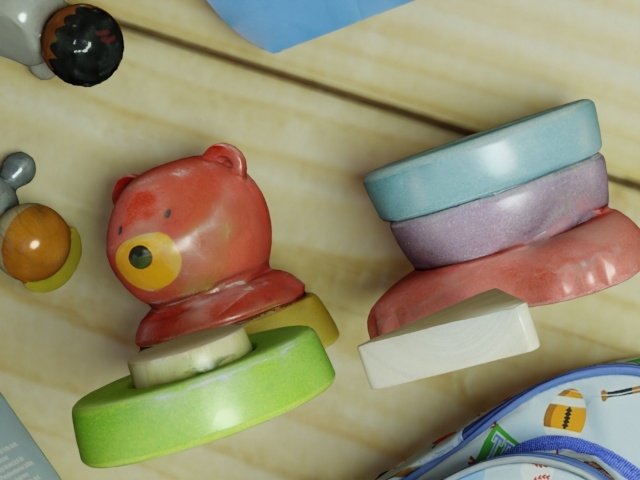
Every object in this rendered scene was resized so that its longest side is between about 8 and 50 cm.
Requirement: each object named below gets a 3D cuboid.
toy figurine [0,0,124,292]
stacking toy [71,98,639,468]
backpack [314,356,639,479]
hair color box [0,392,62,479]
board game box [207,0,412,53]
[{"bbox_3d":[-0.218,-0.064,1.034,0.148,0.209,0.213,24,106,26],"label":"toy figurine"},{"bbox_3d":[0.000,0.000,0.935,0.309,0.279,0.130,-18,94,17],"label":"stacking toy"},{"bbox_3d":[0.141,0.189,0.959,0.263,0.213,0.276,-38,82,10],"label":"backpack"},{"bbox_3d":[-0.267,0.186,1.143,0.185,0.113,0.374,-38,86,20],"label":"hair color box"},{"bbox_3d":[0.004,-0.188,1.031,0.168,0.033,0.133,-20,92,13],"label":"board game box"}]
